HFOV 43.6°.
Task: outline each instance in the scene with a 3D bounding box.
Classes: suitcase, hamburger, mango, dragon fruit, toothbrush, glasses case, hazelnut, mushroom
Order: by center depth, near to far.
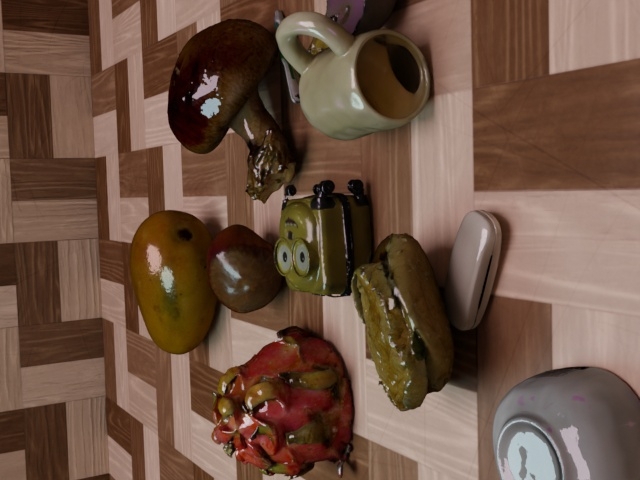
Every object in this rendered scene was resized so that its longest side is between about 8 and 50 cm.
[{"bbox_3d":[0.242,0.049,1.283,0.081,0.051,0.204,-129,42,-54],"label":"glasses case"},{"bbox_3d":[0.144,0.133,1.338,0.265,0.134,0.284,112,141,-71],"label":"hamburger"},{"bbox_3d":[0.079,-0.457,1.443,0.141,0.117,0.188,179,89,-72],"label":"mushroom"},{"bbox_3d":[0.000,0.000,1.604,0.194,0.143,0.234,0,94,60],"label":"suitcase"},{"bbox_3d":[-0.101,0.351,1.700,0.314,0.263,0.296,35,122,54],"label":"dragon fruit"},{"bbox_3d":[-0.073,-0.406,1.753,0.030,0.030,0.304,120,147,-44],"label":"toothbrush"},{"bbox_3d":[-0.178,-0.330,1.833,0.334,0.356,0.331,-65,-7,-46],"label":"mushroom"},{"bbox_3d":[-0.173,0.064,1.895,0.186,0.210,0.210,3,96,36],"label":"hazelnut"},{"bbox_3d":[-0.412,0.128,2.251,0.300,0.232,0.445,40,133,46],"label":"mango"}]

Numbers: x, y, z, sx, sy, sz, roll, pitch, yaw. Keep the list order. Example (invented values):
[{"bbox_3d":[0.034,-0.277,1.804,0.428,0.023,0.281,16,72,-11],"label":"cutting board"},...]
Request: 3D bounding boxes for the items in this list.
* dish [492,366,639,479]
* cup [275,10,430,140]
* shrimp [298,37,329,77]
[{"bbox_3d":[0.329,0.298,1.102,0.256,0.117,0.256,13,105,58],"label":"dish"},{"bbox_3d":[0.036,-0.279,1.401,0.202,0.255,0.173,-3,78,59],"label":"cup"},{"bbox_3d":[0.022,-0.376,1.614,0.267,0.061,0.145,-20,84,58],"label":"shrimp"}]
